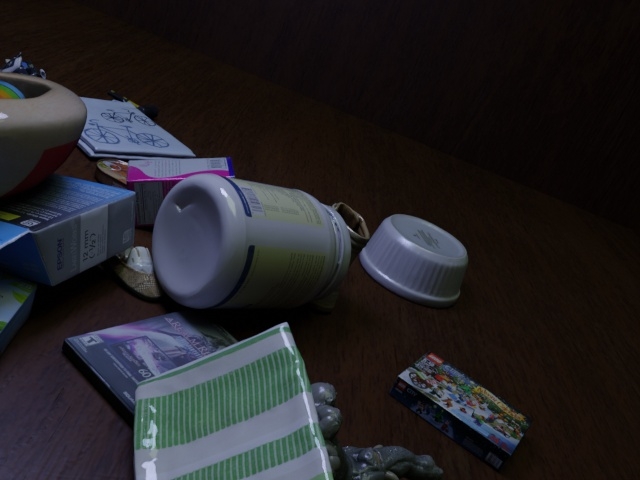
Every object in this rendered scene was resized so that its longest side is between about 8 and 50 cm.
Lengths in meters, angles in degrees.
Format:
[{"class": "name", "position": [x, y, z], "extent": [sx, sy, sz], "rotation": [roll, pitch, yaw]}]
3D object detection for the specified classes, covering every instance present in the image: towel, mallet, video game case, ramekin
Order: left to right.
[{"class": "mallet", "position": [-0.574, -0.410, 2.090], "extent": [0.189, 0.039, 0.062], "rotation": [26, 24, 18]}, {"class": "video game case", "position": [-0.231, 0.190, 1.096], "extent": [0.196, 0.026, 0.274], "rotation": [36, 26, 27]}, {"class": "towel", "position": [-0.117, 0.252, 0.829], "extent": [0.247, 0.038, 0.325], "rotation": [-23, 36, 4]}, {"class": "ramekin", "position": [0.243, 0.040, 1.755], "extent": [0.272, 0.127, 0.273], "rotation": [20, 23, -8]}]

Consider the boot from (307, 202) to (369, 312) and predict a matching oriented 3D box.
[{"class": "boot", "position": [0.000, 0.000, 1.499], "extent": [0.095, 0.204, 0.262], "rotation": [14, 25, -31]}]

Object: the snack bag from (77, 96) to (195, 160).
[{"class": "snack bag", "position": [-0.552, -0.299, 1.856], "extent": [0.342, 0.037, 0.323], "rotation": [38, 26, 30]}]

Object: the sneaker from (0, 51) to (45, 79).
[{"class": "sneaker", "position": [-0.774, -0.389, 1.683], "extent": [0.234, 0.153, 0.094], "rotation": [9, 24, -32]}]

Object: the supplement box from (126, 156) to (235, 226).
[{"class": "supplement box", "position": [-0.296, -0.105, 1.492], "extent": [0.219, 0.114, 0.111], "rotation": [-2, 29, -11]}]

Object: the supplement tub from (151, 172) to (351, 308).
[{"class": "supplement tub", "position": [-0.120, 0.010, 1.305], "extent": [0.324, 0.236, 0.235], "rotation": [7, 27, -48]}]

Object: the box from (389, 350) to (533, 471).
[{"class": "box", "position": [0.260, 0.306, 1.288], "extent": [0.233, 0.044, 0.159], "rotation": [33, 24, 21]}]

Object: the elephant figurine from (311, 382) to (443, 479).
[{"class": "elephant figurine", "position": [0.018, 0.313, 0.918], "extent": [0.239, 0.185, 0.169], "rotation": [52, 43, -31]}]

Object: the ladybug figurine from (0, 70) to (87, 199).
[{"class": "ladybug figurine", "position": [-0.533, -0.170, 1.111], "extent": [0.304, 0.162, 0.449], "rotation": [6, 18, -6]}]

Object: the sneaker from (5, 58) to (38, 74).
[{"class": "sneaker", "position": [-0.817, -0.459, 1.921], "extent": [0.084, 0.058, 0.152], "rotation": [1, 24, -27]}]

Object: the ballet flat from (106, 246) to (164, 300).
[{"class": "ballet flat", "position": [-0.353, 0.028, 1.277], "extent": [0.206, 0.067, 0.073], "rotation": [36, 22, 26]}]

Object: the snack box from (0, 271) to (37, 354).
[{"class": "snack box", "position": [-0.527, 0.092, 0.963], "extent": [0.207, 0.070, 0.174], "rotation": [21, 22, -9]}]

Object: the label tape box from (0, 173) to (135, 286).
[{"class": "label tape box", "position": [-0.492, -0.018, 1.109], "extent": [0.249, 0.115, 0.347], "rotation": [13, 20, 14]}]

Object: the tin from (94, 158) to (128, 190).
[{"class": "tin", "position": [-0.428, -0.131, 1.601], "extent": [0.189, 0.040, 0.106], "rotation": [28, 19, 11]}]
